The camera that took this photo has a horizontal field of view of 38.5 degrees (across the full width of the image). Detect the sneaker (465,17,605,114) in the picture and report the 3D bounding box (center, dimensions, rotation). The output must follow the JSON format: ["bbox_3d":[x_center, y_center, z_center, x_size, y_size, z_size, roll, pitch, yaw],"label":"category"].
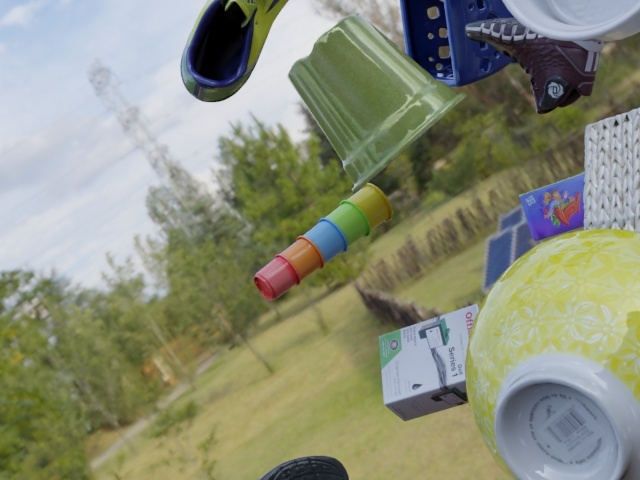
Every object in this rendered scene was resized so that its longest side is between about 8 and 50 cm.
[{"bbox_3d":[0.374,-0.314,1.662,0.106,0.162,0.281,-17,26,-38],"label":"sneaker"}]

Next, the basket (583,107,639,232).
[{"bbox_3d":[0.386,-0.065,1.111,0.103,0.167,0.113,-10,-22,42],"label":"basket"}]

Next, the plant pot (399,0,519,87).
[{"bbox_3d":[0.313,-0.459,1.932,0.212,0.236,0.236,-14,16,-17],"label":"plant pot"}]

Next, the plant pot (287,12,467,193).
[{"bbox_3d":[0.084,-0.271,1.703,0.276,0.254,0.276,-42,0,0],"label":"plant pot"}]

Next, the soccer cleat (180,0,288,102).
[{"bbox_3d":[-0.077,-0.293,1.054,0.121,0.093,0.289,-134,68,-83],"label":"soccer cleat"}]

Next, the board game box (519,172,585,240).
[{"bbox_3d":[0.511,-0.088,1.453,0.347,0.078,0.233,-20,-7,20],"label":"board game box"}]

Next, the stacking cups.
[{"bbox_3d":[0.000,0.000,1.835,0.316,0.096,0.096,-34,0,-24],"label":"stacking cups"}]

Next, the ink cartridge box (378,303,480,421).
[{"bbox_3d":[0.233,0.235,1.766,0.219,0.092,0.160,-22,48,24],"label":"ink cartridge box"}]

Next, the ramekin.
[{"bbox_3d":[0.407,-0.424,1.347,0.277,0.277,0.135,-35,-20,32],"label":"ramekin"}]

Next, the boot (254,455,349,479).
[{"bbox_3d":[-0.084,0.408,1.398,0.236,0.085,0.178,-20,-18,-23],"label":"boot"}]

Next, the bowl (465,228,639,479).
[{"bbox_3d":[0.240,0.146,0.815,0.289,0.289,0.156,-35,-7,38],"label":"bowl"}]
